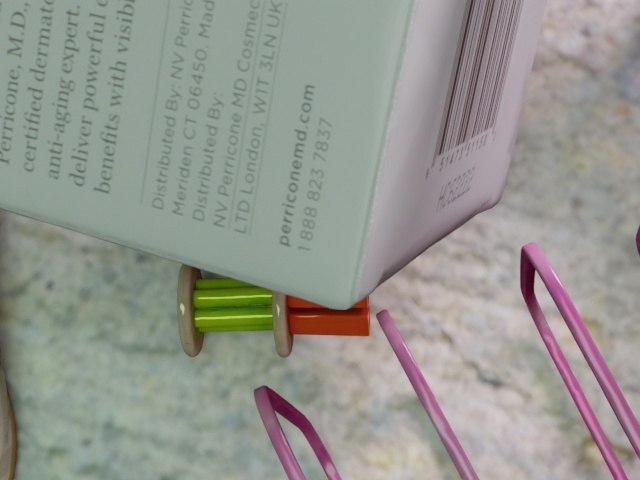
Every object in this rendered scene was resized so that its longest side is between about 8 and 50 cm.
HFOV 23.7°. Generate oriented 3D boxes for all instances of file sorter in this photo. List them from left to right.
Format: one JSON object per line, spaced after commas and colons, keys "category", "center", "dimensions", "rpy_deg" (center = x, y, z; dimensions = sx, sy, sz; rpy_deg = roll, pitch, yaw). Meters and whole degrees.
{"category": "file sorter", "center": [0.137, 0.091, 0.713], "dimensions": [0.291, 0.202, 0.182], "rpy_deg": [-27, 76, 1]}

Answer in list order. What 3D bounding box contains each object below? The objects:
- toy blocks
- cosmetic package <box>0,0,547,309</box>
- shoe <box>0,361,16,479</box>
{"category": "toy blocks", "center": [0.000, 0.000, 0.813], "dimensions": [0.148, 0.054, 0.123], "rpy_deg": [-3, 81, 6]}
{"category": "cosmetic package", "center": [-0.141, -0.125, 0.707], "dimensions": [0.453, 0.230, 0.161], "rpy_deg": [17, 107, 18]}
{"category": "shoe", "center": [-0.210, 0.063, 0.825], "dimensions": [0.076, 0.058, 0.219], "rpy_deg": [-5, 81, 6]}
